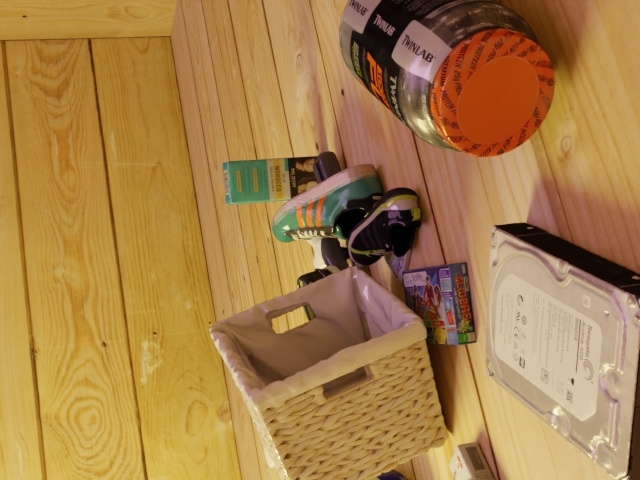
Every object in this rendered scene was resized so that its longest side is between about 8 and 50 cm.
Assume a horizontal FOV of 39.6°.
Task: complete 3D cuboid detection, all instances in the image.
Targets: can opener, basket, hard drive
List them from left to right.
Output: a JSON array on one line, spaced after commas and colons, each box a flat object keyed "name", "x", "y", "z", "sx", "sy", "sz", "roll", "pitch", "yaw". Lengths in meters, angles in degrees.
[{"name": "basket", "x": 0.013, "y": 0.256, "z": 1.640, "sx": 0.331, "sy": 0.329, "sz": 0.266, "roll": -138, "pitch": 28, "yaw": -64}, {"name": "can opener", "x": 0.026, "y": -0.057, "z": 1.946, "sx": 0.076, "sy": 0.095, "sz": 0.283, "roll": 122, "pitch": 132, "yaw": -62}, {"name": "hard drive", "x": 0.319, "y": 0.129, "z": 1.146, "sx": 0.339, "sy": 0.064, "sz": 0.236, "roll": -141, "pitch": 47, "yaw": -65}]

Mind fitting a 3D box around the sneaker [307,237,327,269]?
[{"name": "sneaker", "x": 0.000, "y": 0.000, "z": 2.137, "sx": 0.061, "sy": 0.054, "sz": 0.152, "roll": -56, "pitch": 48, "yaw": 50}]

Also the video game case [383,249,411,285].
[{"name": "video game case", "x": 0.145, "y": 0.018, "z": 1.741, "sx": 0.122, "sy": 0.011, "sz": 0.087, "roll": -118, "pitch": 28, "yaw": -49}]

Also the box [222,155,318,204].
[{"name": "box", "x": -0.101, "y": -0.141, "z": 2.073, "sx": 0.060, "sy": 0.245, "sz": 0.100, "roll": -179, "pitch": 84, "yaw": -72}]

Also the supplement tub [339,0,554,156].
[{"name": "supplement tub", "x": 0.171, "y": -0.255, "z": 1.251, "sx": 0.338, "sy": 0.207, "sz": 0.207, "roll": -124, "pitch": 33, "yaw": -57}]

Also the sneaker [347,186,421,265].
[{"name": "sneaker", "x": 0.119, "y": -0.002, "z": 1.662, "sx": 0.234, "sy": 0.084, "sz": 0.097, "roll": 119, "pitch": 142, "yaw": -51}]

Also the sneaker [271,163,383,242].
[{"name": "sneaker", "x": 0.011, "y": -0.044, "z": 1.847, "sx": 0.302, "sy": 0.108, "sz": 0.121, "roll": -31, "pitch": 68, "yaw": 41}]

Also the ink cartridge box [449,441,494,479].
[{"name": "ink cartridge box", "x": 0.250, "y": 0.447, "z": 1.495, "sx": 0.179, "sy": 0.045, "sz": 0.145, "roll": 105, "pitch": 154, "yaw": -43}]

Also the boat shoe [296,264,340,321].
[{"name": "boat shoe", "x": 0.021, "y": 0.207, "z": 1.881, "sx": 0.114, "sy": 0.091, "sz": 0.302, "roll": -19, "pitch": 87, "yaw": 62}]

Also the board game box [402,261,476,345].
[{"name": "board game box", "x": 0.203, "y": 0.112, "z": 1.549, "sx": 0.201, "sy": 0.035, "sz": 0.136, "roll": 166, "pitch": 98, "yaw": -72}]

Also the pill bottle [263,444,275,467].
[{"name": "pill bottle", "x": -0.018, "y": 0.461, "z": 2.051, "sx": 0.121, "sy": 0.216, "sz": 0.121, "roll": 174, "pitch": 90, "yaw": -72}]

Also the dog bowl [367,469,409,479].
[{"name": "dog bowl", "x": 0.100, "y": 0.592, "z": 1.778, "sx": 0.265, "sy": 0.104, "sz": 0.264, "roll": -10, "pitch": 77, "yaw": 54}]
